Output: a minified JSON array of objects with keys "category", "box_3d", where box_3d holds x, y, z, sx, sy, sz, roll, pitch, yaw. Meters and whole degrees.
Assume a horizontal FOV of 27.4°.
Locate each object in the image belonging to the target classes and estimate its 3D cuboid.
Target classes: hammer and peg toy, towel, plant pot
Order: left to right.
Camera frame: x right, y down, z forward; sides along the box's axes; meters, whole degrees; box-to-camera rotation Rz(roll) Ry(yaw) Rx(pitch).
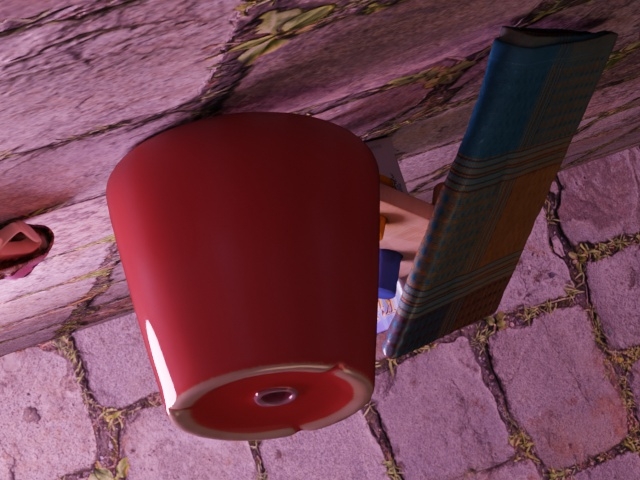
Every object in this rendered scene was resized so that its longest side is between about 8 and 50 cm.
[{"category":"plant pot","box_3d":[-0.061,0.047,1.265,0.274,0.243,0.275,-7,152,-4]},{"category":"hammer and peg toy","box_3d":[0.000,0.000,1.622,0.265,0.127,0.361,21,155,-26]},{"category":"towel","box_3d":[0.192,-0.059,1.428,0.271,0.040,0.370,-14,129,-57]}]

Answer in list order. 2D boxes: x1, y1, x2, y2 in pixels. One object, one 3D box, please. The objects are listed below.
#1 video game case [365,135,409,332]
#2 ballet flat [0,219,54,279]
[{"category":"video game case","box_3d":[0.059,0.010,1.838,0.061,0.244,0.269,-17,175,-23]},{"category":"ballet flat","box_3d":[-0.342,0.011,1.340,0.079,0.077,0.221,-40,174,18]}]
